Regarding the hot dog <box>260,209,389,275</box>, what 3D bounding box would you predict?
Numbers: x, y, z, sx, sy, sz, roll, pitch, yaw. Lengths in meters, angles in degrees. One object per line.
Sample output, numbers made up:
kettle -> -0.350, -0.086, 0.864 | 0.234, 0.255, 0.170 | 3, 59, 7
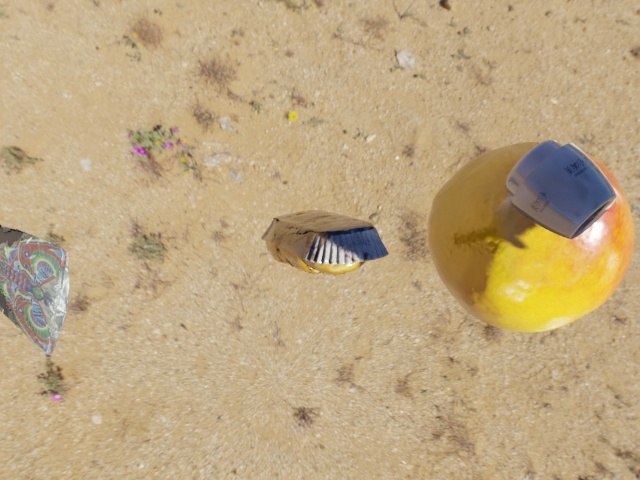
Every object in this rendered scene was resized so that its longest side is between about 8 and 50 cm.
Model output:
hot dog -> 0.000, 0.000, 0.725 | 0.131, 0.253, 0.069 | -13, 102, -22

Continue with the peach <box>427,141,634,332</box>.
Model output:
peach -> 0.314, -0.002, 0.765 | 0.289, 0.308, 0.288 | 2, 86, -26

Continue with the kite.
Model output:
kite -> -0.413, 0.021, 0.635 | 0.286, 0.015, 0.152 | 29, 113, 20

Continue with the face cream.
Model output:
face cream -> 0.261, -0.056, 0.564 | 0.091, 0.091, 0.095 | -33, 63, -13
